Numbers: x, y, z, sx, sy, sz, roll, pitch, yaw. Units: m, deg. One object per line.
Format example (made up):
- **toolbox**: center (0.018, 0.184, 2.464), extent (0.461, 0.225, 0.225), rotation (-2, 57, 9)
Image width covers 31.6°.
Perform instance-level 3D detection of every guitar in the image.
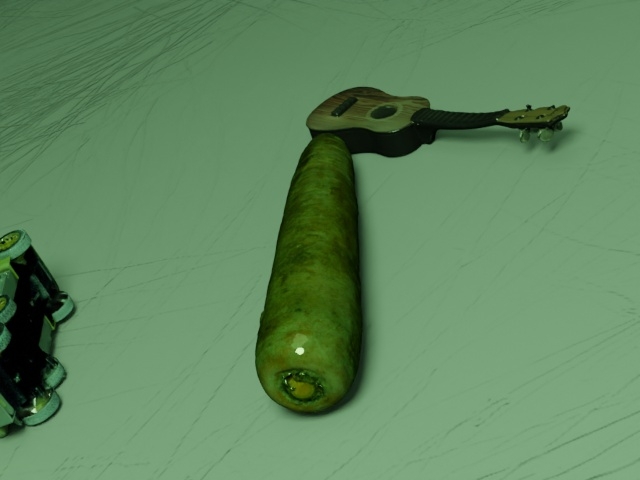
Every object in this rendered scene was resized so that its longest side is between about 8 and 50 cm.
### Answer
- **guitar**: center (0.104, -0.104, 1.007), extent (0.271, 0.038, 0.084), rotation (8, 42, 42)

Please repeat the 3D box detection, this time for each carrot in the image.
- **carrot**: center (0.000, 0.000, 0.886), extent (0.074, 0.074, 0.358), rotation (-13, 30, 12)

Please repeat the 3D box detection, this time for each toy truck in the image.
- **toy truck**: center (-0.273, 0.082, 0.906), extent (0.116, 0.085, 0.191), rotation (-22, 33, 7)
